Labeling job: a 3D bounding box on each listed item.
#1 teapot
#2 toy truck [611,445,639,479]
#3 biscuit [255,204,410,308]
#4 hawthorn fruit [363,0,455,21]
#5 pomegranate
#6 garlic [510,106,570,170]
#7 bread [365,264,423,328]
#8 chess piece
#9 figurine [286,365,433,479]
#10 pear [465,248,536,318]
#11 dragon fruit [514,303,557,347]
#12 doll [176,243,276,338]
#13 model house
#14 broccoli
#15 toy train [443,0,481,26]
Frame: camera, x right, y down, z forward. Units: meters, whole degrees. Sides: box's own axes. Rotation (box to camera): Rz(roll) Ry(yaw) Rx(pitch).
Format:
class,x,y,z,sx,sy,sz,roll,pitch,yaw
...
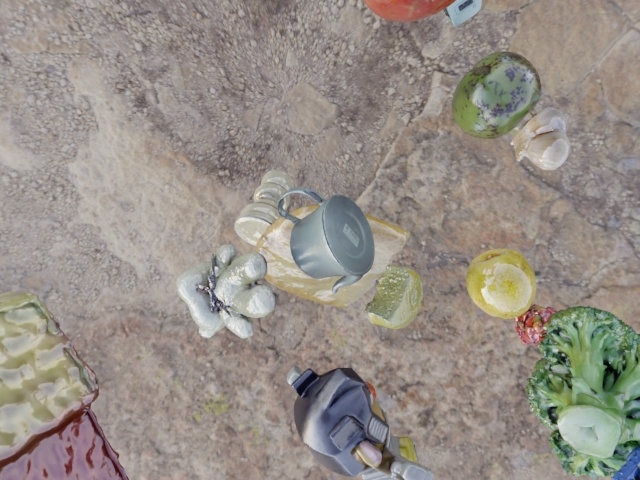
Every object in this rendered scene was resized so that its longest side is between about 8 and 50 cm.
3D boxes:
class,x,y,z,sx,sy,sz,roll,pitch,yaw
teapot,0.000,0.000,0.852,0.149,0.162,0.239,-21,109,38
toy truck,0.362,0.276,0.370,0.113,0.126,0.208,-33,77,-13
biscuit,0.024,0.056,1.317,0.446,0.104,0.429,22,136,-27
hawthorn fruit,0.214,-0.576,0.832,0.275,0.307,0.276,-12,123,-19
pomegranate,0.595,-0.422,1.348,0.285,0.285,0.341,-45,85,10
garlic,0.548,-0.239,1.032,0.099,0.175,0.124,15,143,-17
bread,0.181,0.141,1.004,0.125,0.086,0.156,41,69,-38
chess piece,-0.185,-0.134,1.536,0.166,0.300,0.167,9,139,7
figurine,0.053,0.315,0.710,0.308,0.308,0.143,31,63,-13
pear,0.457,0.110,1.067,0.177,0.178,0.178,-1,108,-4
dragon fruit,0.659,0.259,1.276,0.149,0.207,0.133,15,86,20
doll,-0.198,0.100,0.872,0.149,0.175,0.278,28,148,-33
model house,-0.277,0.165,0.304,0.160,0.196,0.254,-9,102,36
broccoli,0.428,0.236,0.646,0.269,0.269,0.254,37,123,-15
toy train,0.315,-0.729,1.145,0.088,0.407,0.086,-30,140,22
